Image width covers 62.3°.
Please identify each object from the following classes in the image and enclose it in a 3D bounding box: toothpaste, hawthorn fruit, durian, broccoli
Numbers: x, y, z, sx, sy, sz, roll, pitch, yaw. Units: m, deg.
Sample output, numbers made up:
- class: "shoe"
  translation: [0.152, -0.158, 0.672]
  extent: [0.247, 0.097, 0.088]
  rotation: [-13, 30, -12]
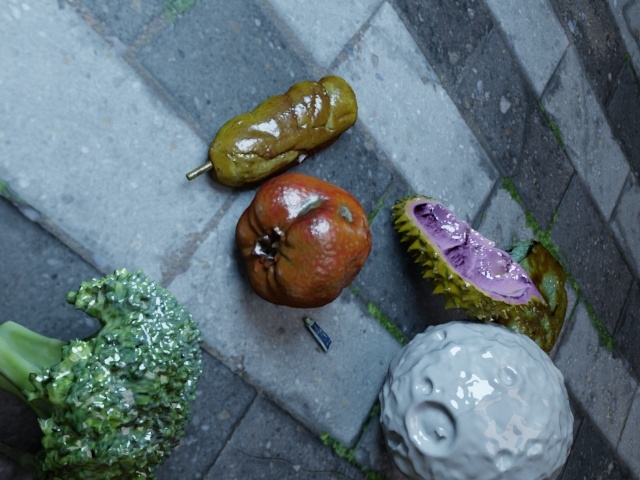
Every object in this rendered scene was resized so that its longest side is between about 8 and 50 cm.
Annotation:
- class: "toothpaste"
  translation: [-0.004, 0.166, 0.947]
  extent: [0.083, 0.019, 0.027]
  rotation: [54, 44, -28]
- class: "hawthorn fruit"
  translation: [0.000, 0.000, 0.844]
  extent: [0.243, 0.207, 0.208]
  rotation: [-3, 92, -47]
- class: "durian"
  translation: [0.241, 0.045, 0.988]
  extent: [0.191, 0.341, 0.112]
  rotation: [-23, 149, -42]
- class: "broccoli"
  translation: [-0.254, 0.178, 0.627]
  extent: [0.235, 0.259, 0.288]
  rotation: [41, 69, -45]

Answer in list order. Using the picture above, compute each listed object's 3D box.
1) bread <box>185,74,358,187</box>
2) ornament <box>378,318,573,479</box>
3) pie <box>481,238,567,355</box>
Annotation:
- class: "bread"
  translation: [-0.066, -0.171, 0.856]
  extent: [0.344, 0.084, 0.124]
  rotation: [-35, 110, -31]
- class: "ornament"
  translation: [0.266, 0.310, 0.947]
  extent: [0.336, 0.337, 0.338]
  rotation: [0, 91, -37]
- class: "pie"
  translation: [0.488, 0.167, 1.263]
  extent: [0.354, 0.102, 0.289]
  rotation: [-38, 112, -35]
